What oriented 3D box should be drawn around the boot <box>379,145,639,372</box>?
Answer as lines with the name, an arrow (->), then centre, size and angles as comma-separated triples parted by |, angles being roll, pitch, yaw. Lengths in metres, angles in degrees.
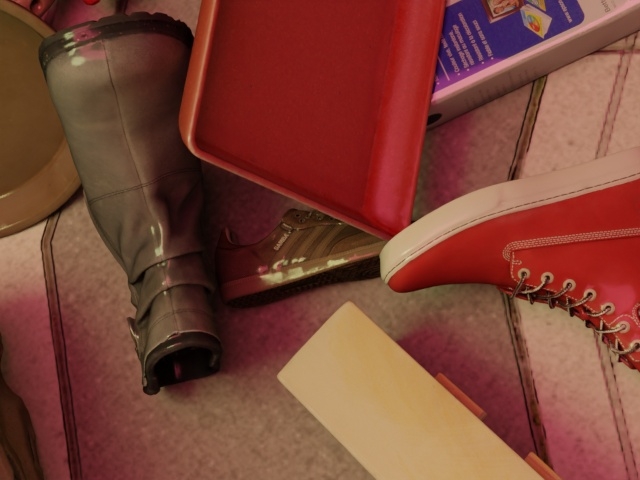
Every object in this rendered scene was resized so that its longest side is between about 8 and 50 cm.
boot -> 0.180, 0.041, 1.180 | 0.244, 0.088, 0.176 | -16, 75, -10

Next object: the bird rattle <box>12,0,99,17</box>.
bird rattle -> -0.287, -0.236, 1.359 | 0.207, 0.143, 0.253 | 30, 81, 34

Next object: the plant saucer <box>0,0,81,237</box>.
plant saucer -> -0.323, -0.109, 1.277 | 0.278, 0.278, 0.041 | -17, 43, 9

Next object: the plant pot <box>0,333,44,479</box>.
plant pot -> -0.396, 0.168, 1.204 | 0.306, 0.334, 0.333 | -19, 73, -4

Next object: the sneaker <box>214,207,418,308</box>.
sneaker -> 0.000, 0.000, 1.261 | 0.188, 0.066, 0.071 | -15, 73, 9

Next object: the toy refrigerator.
toy refrigerator -> 0.097, 0.165, 1.144 | 0.094, 0.102, 0.269 | -47, 55, -1

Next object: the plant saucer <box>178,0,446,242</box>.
plant saucer -> -0.006, -0.150, 1.154 | 0.048, 0.259, 0.258 | 0, 75, 40

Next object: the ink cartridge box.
ink cartridge box -> 0.108, -0.195, 1.286 | 0.333, 0.065, 0.165 | -24, 73, 5

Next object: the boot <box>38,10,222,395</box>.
boot -> -0.122, -0.015, 1.160 | 0.118, 0.338, 0.222 | -13, 71, -1
